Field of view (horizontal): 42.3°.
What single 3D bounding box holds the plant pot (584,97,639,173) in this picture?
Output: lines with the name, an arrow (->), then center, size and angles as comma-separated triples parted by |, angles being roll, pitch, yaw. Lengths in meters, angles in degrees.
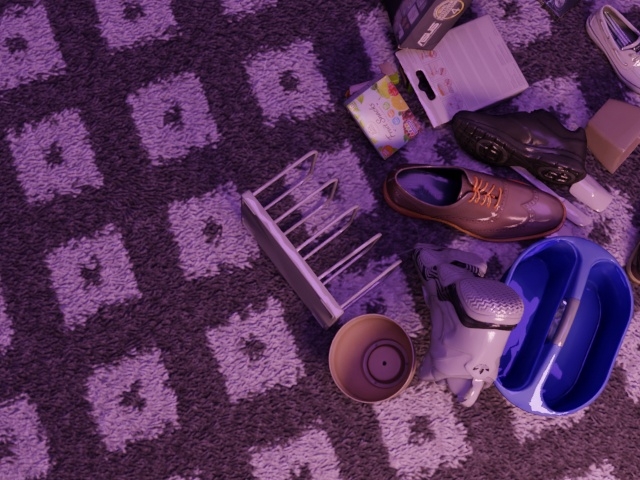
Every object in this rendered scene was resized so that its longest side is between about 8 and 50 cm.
plant pot -> 0.592, -0.220, 1.669 | 0.096, 0.109, 0.109 | 40, 80, 18

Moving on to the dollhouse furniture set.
dollhouse furniture set -> 0.115, -0.320, 1.684 | 0.152, 0.076, 0.058 | -17, 68, -7

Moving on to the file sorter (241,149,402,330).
file sorter -> 0.000, 0.000, 1.558 | 0.173, 0.193, 0.277 | -36, 83, -11

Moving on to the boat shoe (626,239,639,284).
boat shoe -> 0.680, -0.017, 1.645 | 0.080, 0.073, 0.223 | 27, 80, 3

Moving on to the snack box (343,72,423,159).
snack box -> 0.125, -0.246, 1.644 | 0.100, 0.037, 0.141 | -38, 115, 2

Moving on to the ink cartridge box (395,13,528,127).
ink cartridge box -> 0.286, -0.342, 1.696 | 0.225, 0.056, 0.181 | -25, 82, -8

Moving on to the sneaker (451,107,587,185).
sneaker -> 0.399, -0.209, 1.653 | 0.286, 0.109, 0.130 | 20, 71, -7

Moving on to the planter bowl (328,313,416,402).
planter bowl -> 0.108, 0.225, 1.547 | 0.162, 0.109, 0.162 | -5, 75, 19

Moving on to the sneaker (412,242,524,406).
sneaker -> 0.232, 0.140, 1.493 | 0.137, 0.366, 0.210 | 10, 105, -15

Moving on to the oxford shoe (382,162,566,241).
oxford shoe -> 0.303, -0.074, 1.605 | 0.364, 0.133, 0.130 | 8, 83, 1

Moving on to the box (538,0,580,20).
box -> 0.501, -0.518, 1.759 | 0.067, 0.018, 0.083 | -39, 83, -9

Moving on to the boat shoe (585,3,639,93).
boat shoe -> 0.638, -0.390, 1.712 | 0.083, 0.076, 0.226 | -43, 84, -9

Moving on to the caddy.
caddy -> 0.434, 0.160, 1.550 | 0.241, 0.179, 0.341 | 24, 79, 1

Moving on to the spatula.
spatula -> 0.456, -0.108, 1.684 | 0.242, 0.019, 0.168 | 41, 82, 9

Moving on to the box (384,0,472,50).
box -> 0.233, -0.602, 1.551 | 0.097, 0.395, 0.318 | -3, 66, -28
